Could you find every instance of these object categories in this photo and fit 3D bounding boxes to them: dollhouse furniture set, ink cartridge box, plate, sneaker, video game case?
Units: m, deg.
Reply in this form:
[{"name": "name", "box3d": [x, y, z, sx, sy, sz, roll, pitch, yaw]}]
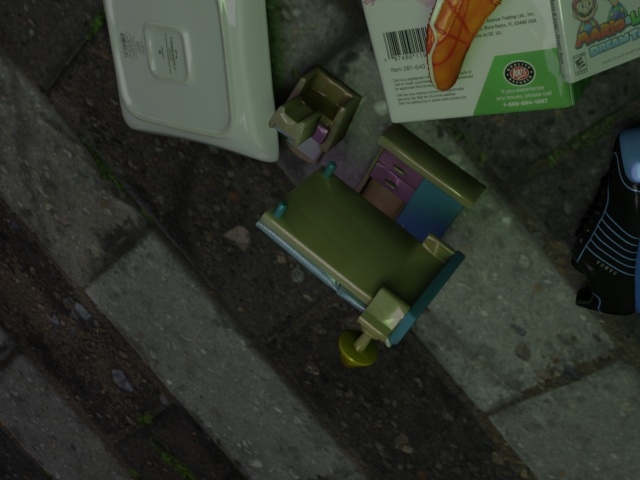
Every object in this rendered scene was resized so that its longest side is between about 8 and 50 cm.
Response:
[{"name": "dollhouse furniture set", "box3d": [0.000, 0.000, 1.062, 0.286, 0.303, 0.198, 37, 130, 7]}, {"name": "ink cartridge box", "box3d": [0.148, -0.273, 0.926, 0.201, 0.117, 0.278, -1, 117, 31]}, {"name": "plate", "box3d": [-0.181, -0.243, 1.170, 0.278, 0.045, 0.277, 16, 125, 33]}, {"name": "sneaker", "box3d": [0.318, -0.015, 1.005, 0.090, 0.081, 0.232, 2, 120, 22]}, {"name": "video game case", "box3d": [0.283, -0.239, 0.858, 0.019, 0.157, 0.143, 39, 148, 62]}, {"name": "sneaker", "box3d": [0.137, -0.214, 0.852, 0.067, 0.064, 0.175, 17, 128, 9]}]
